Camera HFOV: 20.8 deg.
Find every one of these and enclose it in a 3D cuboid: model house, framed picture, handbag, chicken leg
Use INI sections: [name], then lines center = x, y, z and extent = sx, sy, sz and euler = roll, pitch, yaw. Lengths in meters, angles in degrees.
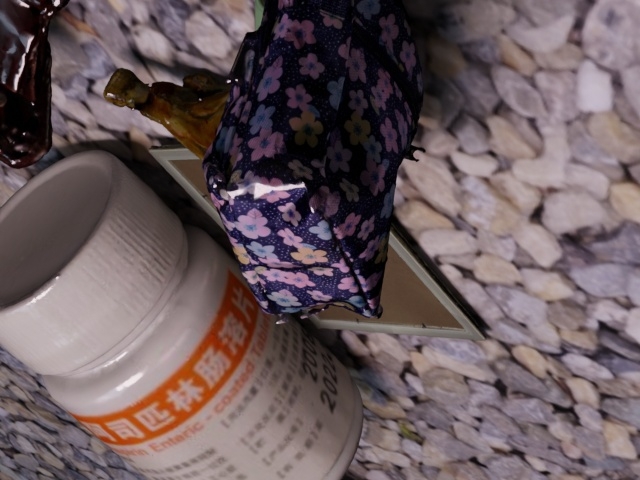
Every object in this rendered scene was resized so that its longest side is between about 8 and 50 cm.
[model house]
center = -0.286, -0.174, 1.355
extent = 0.203, 0.141, 0.164
euler = 28, 166, 10
[framed picture]
center = 0.000, 0.000, 1.519
extent = 0.217, 0.017, 0.274
euler = 4, 145, 44
[handbag]
center = -0.001, -0.071, 1.170
extent = 0.127, 0.207, 0.228
euler = 5, 155, 16
[chicken leg]
center = -0.089, -0.103, 1.370
extent = 0.178, 0.070, 0.093
euler = 20, 121, 24

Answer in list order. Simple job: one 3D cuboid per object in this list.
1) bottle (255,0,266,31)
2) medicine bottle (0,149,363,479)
[bottle]
center = -0.032, -0.152, 1.252
extent = 0.030, 0.030, 0.083
euler = 25, 156, 9
[medicine bottle]
center = -0.141, 0.102, 1.630
extent = 0.211, 0.211, 0.371
euler = 0, 143, 47
